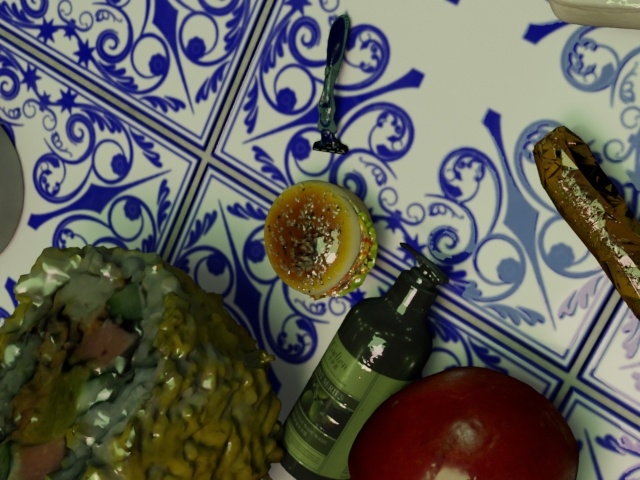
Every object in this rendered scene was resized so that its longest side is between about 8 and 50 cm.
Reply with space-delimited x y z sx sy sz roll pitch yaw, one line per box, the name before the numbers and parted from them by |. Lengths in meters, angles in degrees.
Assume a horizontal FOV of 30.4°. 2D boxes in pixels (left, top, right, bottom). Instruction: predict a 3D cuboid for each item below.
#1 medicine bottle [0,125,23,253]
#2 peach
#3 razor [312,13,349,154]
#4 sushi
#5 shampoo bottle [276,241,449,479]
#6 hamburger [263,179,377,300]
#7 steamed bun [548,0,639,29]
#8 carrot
medicine bottle | -0.541 -0.063 1.495 0.238 0.232 0.237 3 98 26
peach | 0.148 0.247 1.188 0.243 0.199 0.243 4 106 13
razor | 0.014 -0.173 1.304 0.044 0.028 0.154 12 102 27
sushi | -0.242 0.208 1.294 0.351 0.240 0.396 14 71 43
shampoo bottle | 0.052 0.139 1.279 0.101 0.101 0.284 37 111 19
hamburger | 0.000 0.000 1.301 0.126 0.081 0.141 -45 74 25
steamed bun | 0.293 -0.312 1.063 0.146 0.164 0.241 13 103 28
carrot | 0.287 -0.009 1.160 0.069 0.069 0.228 -38 80 26
